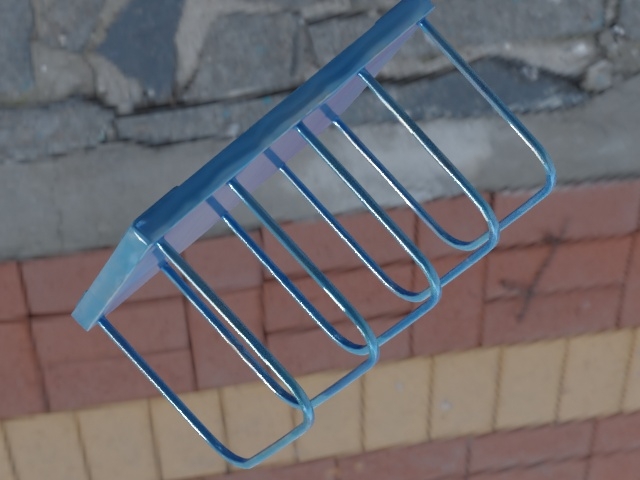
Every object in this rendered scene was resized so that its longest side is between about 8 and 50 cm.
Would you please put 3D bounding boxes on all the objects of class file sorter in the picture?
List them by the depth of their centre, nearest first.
[{"bbox_3d":[0.000,0.000,0.658,0.170,0.104,0.118,-42,178,-28],"label":"file sorter"}]
